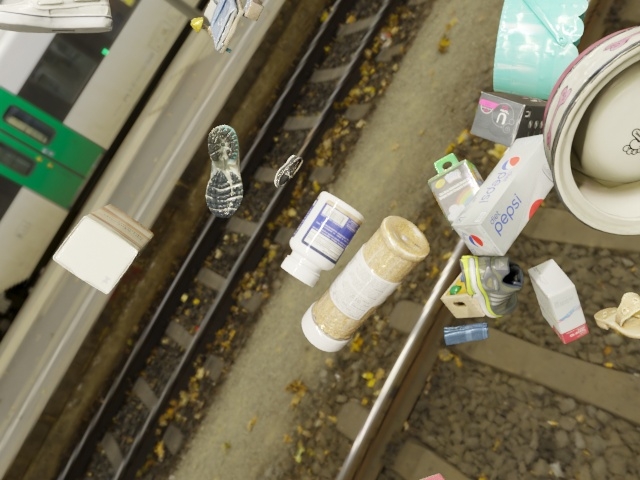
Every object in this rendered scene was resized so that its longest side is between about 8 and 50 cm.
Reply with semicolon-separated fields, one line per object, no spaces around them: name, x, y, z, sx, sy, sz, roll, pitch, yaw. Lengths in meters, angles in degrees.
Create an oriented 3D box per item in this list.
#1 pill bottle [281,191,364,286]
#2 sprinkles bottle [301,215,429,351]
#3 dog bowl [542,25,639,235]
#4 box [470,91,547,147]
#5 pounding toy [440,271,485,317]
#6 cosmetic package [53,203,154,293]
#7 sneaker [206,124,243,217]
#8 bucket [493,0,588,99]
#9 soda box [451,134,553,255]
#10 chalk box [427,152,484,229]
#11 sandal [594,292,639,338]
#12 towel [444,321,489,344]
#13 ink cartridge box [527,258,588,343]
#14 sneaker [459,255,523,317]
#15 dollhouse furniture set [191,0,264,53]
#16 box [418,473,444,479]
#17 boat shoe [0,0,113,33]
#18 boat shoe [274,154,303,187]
pill bottle;0.000;0.000;1.434;0.186;0.112;0.112;-56;24;-1
sprinkles bottle;0.092;0.103;1.481;0.355;0.121;0.121;-52;23;35
dog bowl;0.610;-0.218;1.264;0.408;0.408;0.150;-47;27;21
box;0.640;-0.391;2.170;0.165;0.270;0.143;29;117;38
pounding toy;0.478;0.118;1.936;0.206;0.094;0.181;-46;13;-25
cosmetic package;-0.521;0.012;1.644;0.129;0.153;0.296;-53;12;3
sneaker;-0.278;-0.209;2.006;0.122;0.110;0.283;-87;2;-71
bucket;0.523;-0.468;1.591;0.183;0.281;0.281;10;62;17
soda box;0.411;-0.098;1.444;0.286;0.098;0.091;-49;22;-22
chalk box;0.412;-0.150;1.973;0.132;0.132;0.213;-29;76;21
sandal;0.661;0.151;1.439;0.088;0.079;0.240;-26;4;-10
towel;0.392;0.250;1.802;0.119;0.067;0.029;-11;52;8
ink cartridge box;0.609;0.155;1.715;0.072;0.175;0.127;-25;32;5
sneaker;0.444;0.114;1.640;0.121;0.300;0.111;-11;66;28
dollhouse furniture set;-0.275;-0.623;1.701;0.303;0.198;0.286;-55;31;31
box;0.191;0.640;1.481;0.127;0.232;0.148;-131;38;-50
boat shoe;-0.584;-0.495;1.429;0.096;0.268;0.088;-163;68;-67
boat shoe;-0.098;-0.216;2.098;0.038;0.046;0.125;14;57;39
